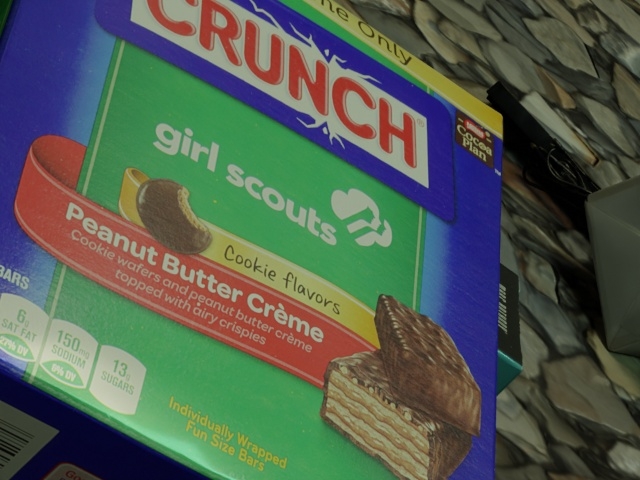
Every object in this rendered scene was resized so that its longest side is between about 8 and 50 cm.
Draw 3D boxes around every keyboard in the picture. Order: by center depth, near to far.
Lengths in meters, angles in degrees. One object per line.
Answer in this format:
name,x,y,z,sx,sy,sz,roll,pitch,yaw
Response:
keyboard,0.180,-0.040,1.473,0.192,0.038,0.100,48,3,17

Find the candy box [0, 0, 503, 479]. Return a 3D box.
candy box,-0.053,0.010,0.878,0.268,0.122,0.317,31,39,-22

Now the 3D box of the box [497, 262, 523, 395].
box,0.000,0.000,1.104,0.244,0.060,0.100,34,27,-15

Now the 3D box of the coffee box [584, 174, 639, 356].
coffee box,0.345,0.022,1.399,0.297,0.168,0.119,14,62,-45
